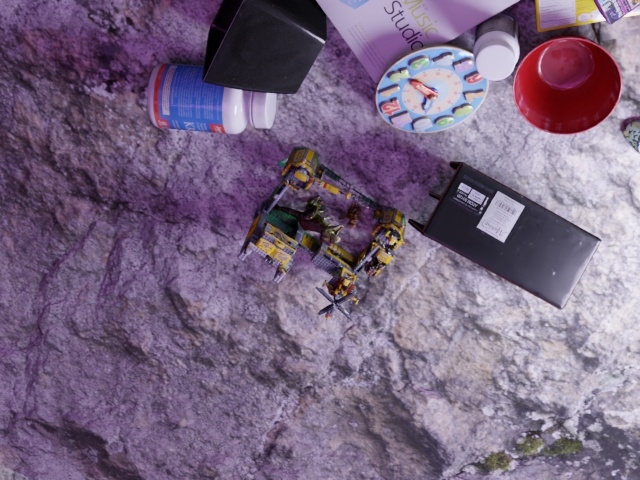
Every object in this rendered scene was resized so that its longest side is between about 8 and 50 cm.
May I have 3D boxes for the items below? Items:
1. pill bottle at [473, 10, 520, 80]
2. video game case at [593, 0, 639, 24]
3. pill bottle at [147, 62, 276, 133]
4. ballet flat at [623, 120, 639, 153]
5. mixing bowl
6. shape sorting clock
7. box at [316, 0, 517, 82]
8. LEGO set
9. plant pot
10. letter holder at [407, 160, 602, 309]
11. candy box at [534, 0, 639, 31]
[{"bbox_3d":[0.299,-0.330,1.703,0.078,0.137,0.078,6,125,9],"label":"pill bottle"},{"bbox_3d":[0.489,-0.463,1.529,0.210,0.042,0.232,-37,143,13],"label":"video game case"},{"bbox_3d":[-0.199,-0.262,1.868,0.221,0.124,0.124,6,125,9],"label":"pill bottle"},{"bbox_3d":[0.630,-0.152,1.801,0.188,0.070,0.070,26,126,-6],"label":"ballet flat"},{"bbox_3d":[0.424,-0.284,1.732,0.181,0.098,0.181,6,126,9],"label":"mixing bowl"},{"bbox_3d":[0.200,-0.265,1.793,0.206,0.040,0.206,-2,142,-2],"label":"shape sorting clock"},{"bbox_3d":[0.163,-0.440,1.706,0.322,0.058,0.232,-28,115,26],"label":"box"},{"bbox_3d":[0.000,0.000,1.966,0.331,0.192,0.255,40,123,-16],"label":"LEGO set"},{"bbox_3d":[-0.089,-0.365,1.749,0.167,0.187,0.188,19,127,-18],"label":"plant pot"},{"bbox_3d":[0.341,-0.018,1.924,0.302,0.214,0.152,28,94,-7],"label":"letter holder"},{"bbox_3d":[0.456,-0.413,1.657,0.206,0.027,0.105,-9,121,5],"label":"candy box"}]
